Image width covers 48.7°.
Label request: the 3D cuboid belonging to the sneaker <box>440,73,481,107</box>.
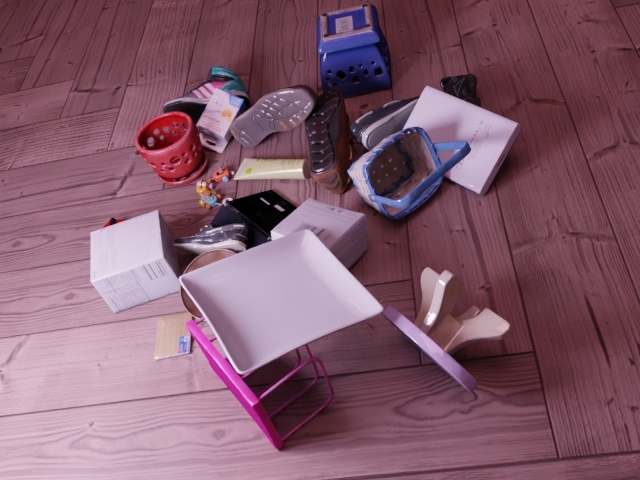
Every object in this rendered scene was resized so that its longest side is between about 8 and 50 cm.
[{"bbox_3d":[0.411,-0.406,2.094,0.106,0.101,0.267,8,40,-1],"label":"sneaker"}]

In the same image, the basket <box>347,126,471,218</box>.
[{"bbox_3d":[0.231,-0.182,1.865,0.255,0.201,0.289,-38,18,-16],"label":"basket"}]

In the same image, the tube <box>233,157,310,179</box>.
[{"bbox_3d":[-0.147,-0.216,2.139,0.240,0.062,0.070,3,10,26],"label":"tube"}]

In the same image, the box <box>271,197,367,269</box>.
[{"bbox_3d":[0.000,0.000,1.830,0.181,0.119,0.182,19,43,30],"label":"box"}]

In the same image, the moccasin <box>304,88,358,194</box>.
[{"bbox_3d":[0.040,-0.301,2.111,0.139,0.147,0.380,-22,49,17],"label":"moccasin"}]

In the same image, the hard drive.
[{"bbox_3d":[0.374,-0.283,1.972,0.318,0.040,0.210,34,100,37],"label":"hard drive"}]

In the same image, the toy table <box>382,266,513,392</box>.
[{"bbox_3d":[0.277,0.183,1.541,0.274,0.252,0.161,40,86,30],"label":"toy table"}]

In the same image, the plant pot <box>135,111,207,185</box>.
[{"bbox_3d":[-0.460,-0.279,2.211,0.191,0.174,0.191,-8,48,9],"label":"plant pot"}]

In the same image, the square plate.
[{"bbox_3d":[-0.093,0.129,1.567,0.344,0.049,0.347,-21,42,-22],"label":"square plate"}]

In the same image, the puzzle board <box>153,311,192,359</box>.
[{"bbox_3d":[-0.379,0.247,1.827,0.096,0.011,0.128,-11,48,6],"label":"puzzle board"}]

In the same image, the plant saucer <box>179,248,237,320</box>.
[{"bbox_3d":[-0.274,0.120,1.862,0.198,0.036,0.199,-7,66,15],"label":"plant saucer"}]

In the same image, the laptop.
[{"bbox_3d":[-0.180,-0.013,1.996,0.264,0.137,0.234,-19,41,-36],"label":"laptop"}]

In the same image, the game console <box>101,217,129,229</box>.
[{"bbox_3d":[-0.600,0.008,2.109,0.124,0.085,0.144,-41,41,23],"label":"game console"}]

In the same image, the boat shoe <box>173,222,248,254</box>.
[{"bbox_3d":[-0.300,-0.003,1.938,0.233,0.084,0.079,-5,67,27],"label":"boat shoe"}]

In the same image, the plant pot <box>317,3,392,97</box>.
[{"bbox_3d":[0.103,-0.629,2.322,0.236,0.212,0.236,-9,47,9],"label":"plant pot"}]

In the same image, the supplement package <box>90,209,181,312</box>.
[{"bbox_3d":[-0.505,0.057,1.941,0.203,0.149,0.194,-19,46,1],"label":"supplement package"}]

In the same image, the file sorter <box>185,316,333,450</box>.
[{"bbox_3d":[-0.129,0.275,1.593,0.182,0.202,0.290,-36,49,-17],"label":"file sorter"}]

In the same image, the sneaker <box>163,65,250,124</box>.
[{"bbox_3d":[-0.393,-0.509,2.428,0.295,0.124,0.178,-8,52,0],"label":"sneaker"}]

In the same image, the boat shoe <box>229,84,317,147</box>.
[{"bbox_3d":[-0.141,-0.407,2.184,0.355,0.132,0.130,-15,33,43],"label":"boat shoe"}]

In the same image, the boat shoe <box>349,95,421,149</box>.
[{"bbox_3d":[0.225,-0.371,2.099,0.302,0.114,0.091,-26,48,-26],"label":"boat shoe"}]

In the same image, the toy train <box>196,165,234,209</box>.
[{"bbox_3d":[-0.322,-0.167,2.156,0.125,0.046,0.166,-16,46,3],"label":"toy train"}]

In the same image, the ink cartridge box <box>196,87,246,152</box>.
[{"bbox_3d":[-0.328,-0.387,2.289,0.104,0.061,0.181,23,78,9],"label":"ink cartridge box"}]
